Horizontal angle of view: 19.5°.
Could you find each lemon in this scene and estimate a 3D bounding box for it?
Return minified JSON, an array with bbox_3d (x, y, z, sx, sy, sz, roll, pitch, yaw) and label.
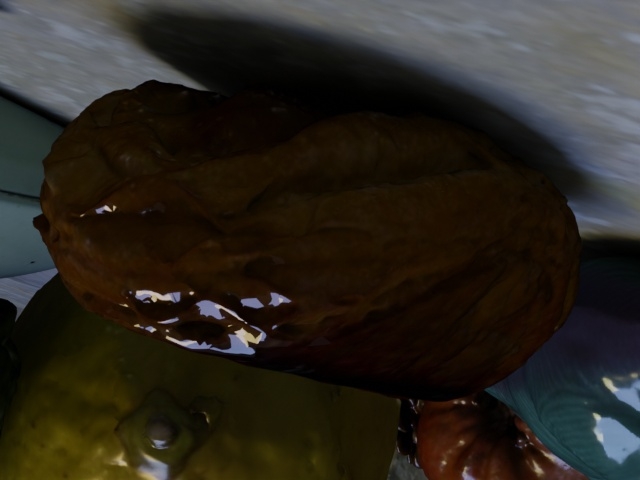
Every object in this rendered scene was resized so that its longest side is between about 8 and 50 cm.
[{"bbox_3d":[-0.080,0.112,1.123,0.254,0.253,0.310,16,170,5],"label":"lemon"}]

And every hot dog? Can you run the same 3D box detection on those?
[{"bbox_3d":[0.001,0.003,0.652,0.161,0.099,0.227,14,174,22],"label":"hot dog"}]

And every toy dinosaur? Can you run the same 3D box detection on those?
[{"bbox_3d":[0.083,0.042,0.822,0.331,0.129,0.383,22,170,11],"label":"toy dinosaur"}]

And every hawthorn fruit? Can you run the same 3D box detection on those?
[{"bbox_3d":[0.123,0.101,1.049,0.133,0.132,0.138,12,178,32],"label":"hawthorn fruit"}]

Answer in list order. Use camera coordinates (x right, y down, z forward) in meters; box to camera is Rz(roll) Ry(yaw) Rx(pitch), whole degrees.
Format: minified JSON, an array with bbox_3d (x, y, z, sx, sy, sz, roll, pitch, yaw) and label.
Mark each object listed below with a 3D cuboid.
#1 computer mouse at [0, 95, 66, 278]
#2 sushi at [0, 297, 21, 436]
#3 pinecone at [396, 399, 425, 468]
[{"bbox_3d":[-0.195,-0.026,0.914,0.159,0.097,0.288,10,170,29],"label":"computer mouse"},{"bbox_3d":[-0.331,0.063,0.992,0.352,0.294,0.178,34,133,12],"label":"sushi"},{"bbox_3d":[0.089,0.114,1.342,0.102,0.102,0.109,20,160,-27],"label":"pinecone"}]
